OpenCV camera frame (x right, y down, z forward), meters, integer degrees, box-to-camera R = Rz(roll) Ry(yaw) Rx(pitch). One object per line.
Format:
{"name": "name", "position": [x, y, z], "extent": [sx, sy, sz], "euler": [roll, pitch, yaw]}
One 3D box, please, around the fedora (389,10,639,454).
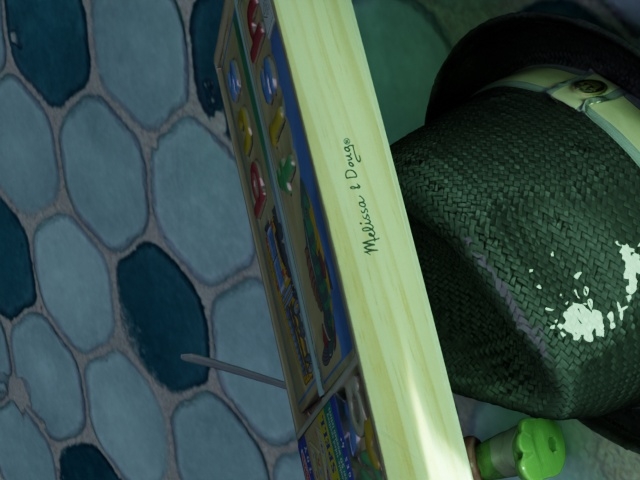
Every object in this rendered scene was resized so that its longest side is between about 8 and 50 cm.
{"name": "fedora", "position": [0.131, 0.016, 0.931], "extent": [0.334, 0.152, 0.334], "euler": [41, 141, 44]}

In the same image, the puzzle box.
{"name": "puzzle box", "position": [0.000, 0.000, 0.963], "extent": [0.272, 0.052, 0.409], "euler": [113, 145, -70]}

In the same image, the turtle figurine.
{"name": "turtle figurine", "position": [0.045, 0.217, 1.094], "extent": [0.266, 0.198, 0.274], "euler": [-14, 137, 36]}
